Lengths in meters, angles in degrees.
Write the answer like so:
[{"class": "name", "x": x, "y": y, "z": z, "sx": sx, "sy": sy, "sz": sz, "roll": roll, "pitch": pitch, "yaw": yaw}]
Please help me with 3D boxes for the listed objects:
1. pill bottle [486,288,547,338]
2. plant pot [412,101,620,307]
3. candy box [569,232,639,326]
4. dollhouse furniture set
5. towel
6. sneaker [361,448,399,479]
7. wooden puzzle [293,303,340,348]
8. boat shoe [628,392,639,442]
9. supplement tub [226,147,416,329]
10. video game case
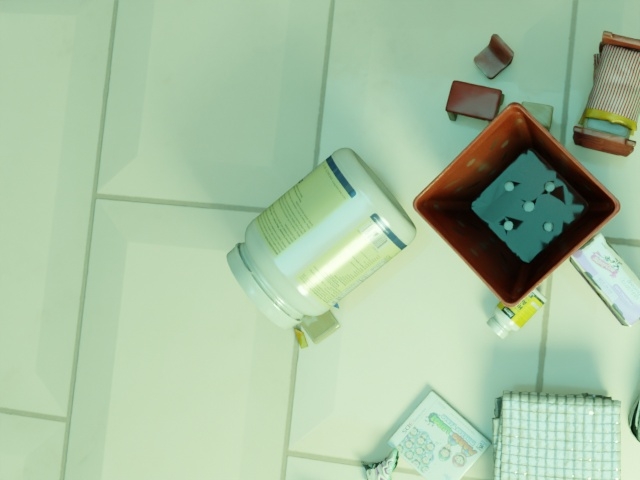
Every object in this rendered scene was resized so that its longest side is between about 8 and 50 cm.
[{"class": "pill bottle", "x": 0.381, "y": 0.136, "z": 1.885, "sx": 0.065, "sy": 0.065, "sz": 0.116, "roll": 43, "pitch": 97, "yaw": 12}, {"class": "plant pot", "x": 0.377, "y": -0.066, "z": 1.803, "sx": 0.267, "sy": 0.236, "sz": 0.267, "roll": -46, "pitch": 78, "yaw": 15}, {"class": "candy box", "x": 0.539, "y": 0.075, "z": 1.783, "sx": 0.070, "sy": 0.196, "sz": 0.165, "roll": -39, "pitch": 78, "yaw": 8}, {"class": "dollhouse furniture set", "x": 0.443, "y": -0.302, "z": 1.854, "sx": 0.374, "sy": 0.152, "sz": 0.201, "roll": 15, "pitch": 90, "yaw": 14}, {"class": "towel", "x": 0.447, "y": 0.425, "z": 1.825, "sx": 0.235, "sy": 0.121, "sz": 0.283, "roll": -1, "pitch": 88, "yaw": 15}, {"class": "sneaker", "x": 0.115, "y": 0.454, "z": 1.937, "sx": 0.069, "sy": 0.038, "sz": 0.098, "roll": 21, "pitch": 103, "yaw": 18}, {"class": "wooden puzzle", "x": -0.005, "y": 0.169, "z": 2.003, "sx": 0.116, "sy": 0.014, "sz": 0.078, "roll": -30, "pitch": 84, "yaw": 10}, {"class": "boat shoe", "x": 0.656, "y": 0.239, "z": 1.791, "sx": 0.113, "sy": 0.105, "sz": 0.306, "roll": 28, "pitch": 93, "yaw": 14}, {"class": "supplement tub", "x": 0.000, "y": 0.000, "z": 1.898, "sx": 0.325, "sy": 0.235, "sz": 0.235, "roll": -39, "pitch": 79, "yaw": 8}, {"class": "video game case", "x": 0.236, "y": 0.405, "z": 1.925, "sx": 0.157, "sy": 0.019, "sz": 0.143, "roll": 41, "pitch": 96, "yaw": 12}]
